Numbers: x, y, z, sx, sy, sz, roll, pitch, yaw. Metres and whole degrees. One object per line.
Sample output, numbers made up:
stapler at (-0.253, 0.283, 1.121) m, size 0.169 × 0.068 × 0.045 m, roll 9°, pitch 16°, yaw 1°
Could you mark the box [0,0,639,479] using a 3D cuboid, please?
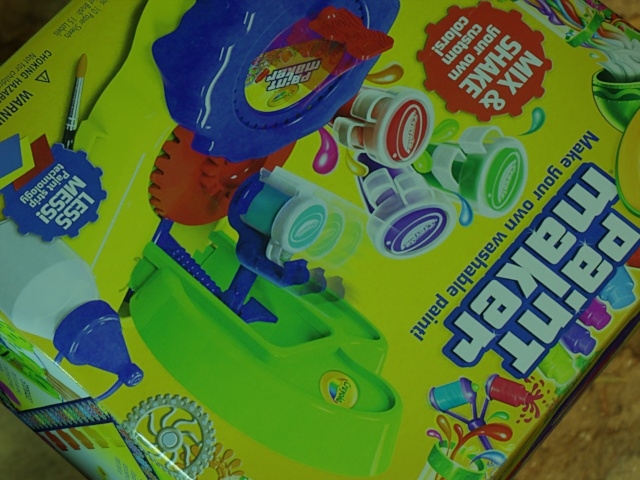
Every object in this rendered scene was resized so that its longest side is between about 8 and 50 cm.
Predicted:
box at (0.000, 0.000, 0.817) m, size 0.290 × 0.279 × 0.177 m, roll -47°, pitch 168°, yaw -19°
